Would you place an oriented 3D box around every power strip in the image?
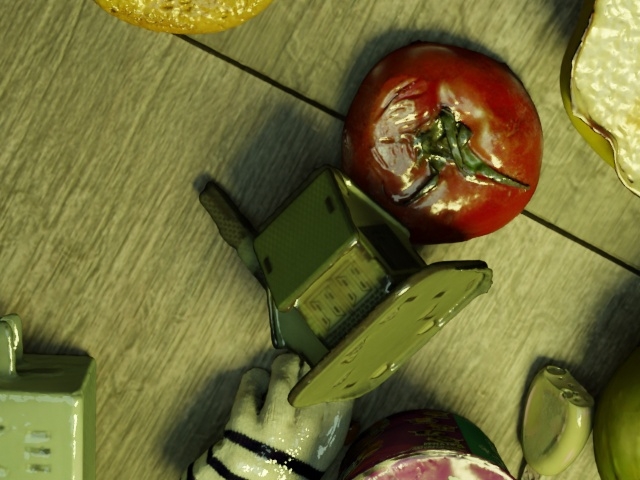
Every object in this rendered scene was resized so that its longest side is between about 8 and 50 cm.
[{"bbox_3d":[-0.316,0.189,1.967,0.140,0.139,0.224,3,105,0],"label":"power strip"}]

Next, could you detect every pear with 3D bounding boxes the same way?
[{"bbox_3d":[0.418,-0.221,1.837,0.386,0.191,0.340,-32,106,7],"label":"pear"}]

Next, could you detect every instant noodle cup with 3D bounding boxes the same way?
[{"bbox_3d":[0.116,0.306,1.974,0.251,0.190,0.251,0,105,0],"label":"instant noodle cup"}]

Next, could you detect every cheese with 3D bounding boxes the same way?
[{"bbox_3d":[0.247,0.237,2.020,0.037,0.097,0.192,-2,122,-31],"label":"cheese"}]

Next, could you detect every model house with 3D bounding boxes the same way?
[{"bbox_3d":[0.000,0.000,1.886,0.218,0.205,0.279,-43,73,19],"label":"model house"}]

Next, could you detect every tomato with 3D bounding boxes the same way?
[{"bbox_3d":[0.125,-0.094,1.918,0.228,0.101,0.228,0,101,0],"label":"tomato"}]

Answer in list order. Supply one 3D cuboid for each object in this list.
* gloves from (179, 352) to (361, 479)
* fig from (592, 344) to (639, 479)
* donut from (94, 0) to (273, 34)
[{"bbox_3d":[-0.043,0.218,1.985,0.140,0.131,0.218,43,109,-13],"label":"gloves"},{"bbox_3d":[0.452,0.194,1.913,0.316,0.316,0.316,0,105,0],"label":"fig"},{"bbox_3d":[-0.142,-0.323,1.822,0.277,0.108,0.278,0,122,0],"label":"donut"}]
